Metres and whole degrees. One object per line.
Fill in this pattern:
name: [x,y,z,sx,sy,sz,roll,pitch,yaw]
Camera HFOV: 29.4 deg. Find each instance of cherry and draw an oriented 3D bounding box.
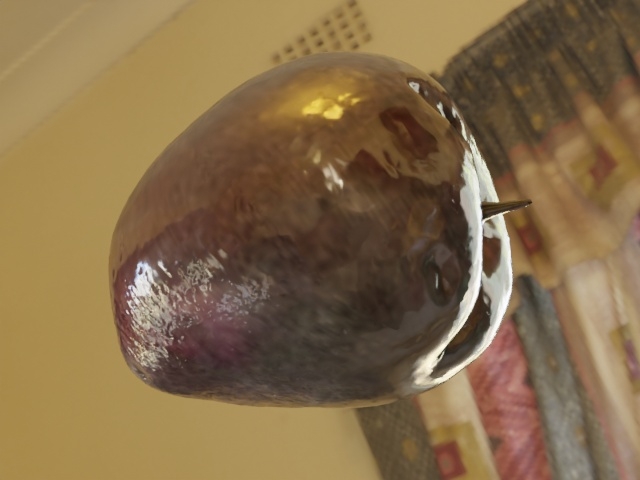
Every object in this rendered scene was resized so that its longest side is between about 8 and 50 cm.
cherry: [-0.001,0.001,0.511,0.176,0.140,0.176,-8,-18,-3]
